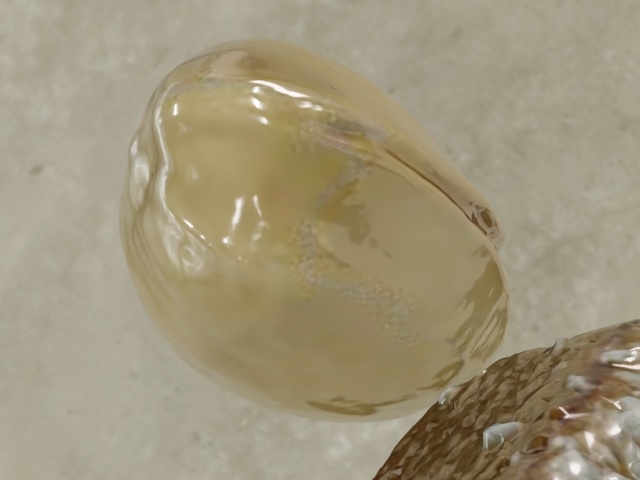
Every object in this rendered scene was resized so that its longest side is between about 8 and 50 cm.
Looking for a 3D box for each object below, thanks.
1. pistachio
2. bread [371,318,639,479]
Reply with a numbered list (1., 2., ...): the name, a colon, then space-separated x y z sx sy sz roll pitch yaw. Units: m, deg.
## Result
1. pistachio: 0.000 0.000 0.751 0.181 0.293 0.162 -8 61 23
2. bread: 0.159 0.215 0.382 0.113 0.416 0.165 -37 7 39
